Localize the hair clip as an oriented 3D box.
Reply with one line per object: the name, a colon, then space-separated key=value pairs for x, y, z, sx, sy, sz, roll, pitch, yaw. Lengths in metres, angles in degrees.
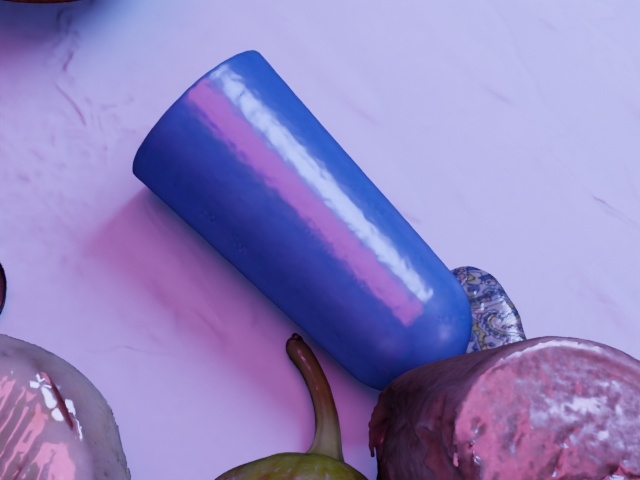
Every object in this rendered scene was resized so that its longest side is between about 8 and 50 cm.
hair clip: x=0.142 y=0.118 z=1.044 sx=0.066 sy=0.036 sz=0.229 roll=-19 pitch=69 yaw=-10

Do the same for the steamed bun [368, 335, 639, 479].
steamed bun: x=0.169 y=0.202 z=0.887 sx=0.199 sy=0.251 sz=0.301 roll=-16 pitch=80 yaw=-12

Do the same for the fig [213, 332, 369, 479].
fig: x=-0.014 y=0.170 z=0.970 sx=0.149 sy=0.149 sz=0.245 roll=15 pitch=45 yaw=-2

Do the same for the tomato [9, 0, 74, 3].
tomato: x=-0.242 y=-0.306 z=1.123 sx=0.338 sy=0.143 sz=0.338 roll=4 pitch=60 yaw=-7

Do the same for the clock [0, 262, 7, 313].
clock: x=-0.273 y=0.037 z=1.027 sx=0.085 sy=0.017 sz=0.085 roll=3 pitch=65 yaw=-7

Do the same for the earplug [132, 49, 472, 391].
earplug: x=0.000 y=0.000 z=1.031 sx=0.132 sy=0.132 sz=0.273 roll=-40 pitch=80 yaw=-23

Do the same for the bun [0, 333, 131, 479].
bun: x=-0.229 y=0.175 z=0.898 sx=0.239 sy=0.141 sz=0.239 roll=-2 pitch=80 yaw=10
